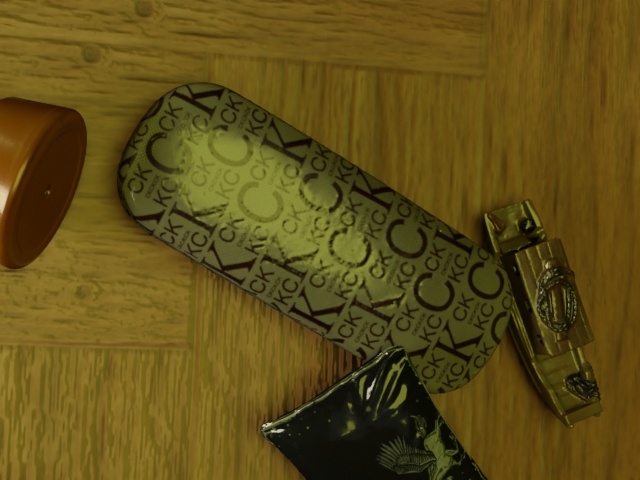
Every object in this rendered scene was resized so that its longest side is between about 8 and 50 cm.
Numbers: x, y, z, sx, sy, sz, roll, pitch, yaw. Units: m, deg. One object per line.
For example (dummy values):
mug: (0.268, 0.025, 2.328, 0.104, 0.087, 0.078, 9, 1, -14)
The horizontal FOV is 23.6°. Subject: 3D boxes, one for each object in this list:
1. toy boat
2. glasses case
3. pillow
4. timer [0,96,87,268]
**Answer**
toy boat: (0.195, 0.064, 1.325, 0.057, 0.077, 0.201, -20, 94, -16)
glasses case: (0.000, 0.000, 1.264, 0.354, 0.085, 0.137, 32, 86, -14)
pillow: (0.063, 0.196, 1.276, 0.141, 0.055, 0.208, -33, 110, 10)
timer: (-0.277, -0.065, 1.185, 0.152, 0.132, 0.132, 22, 83, 8)
